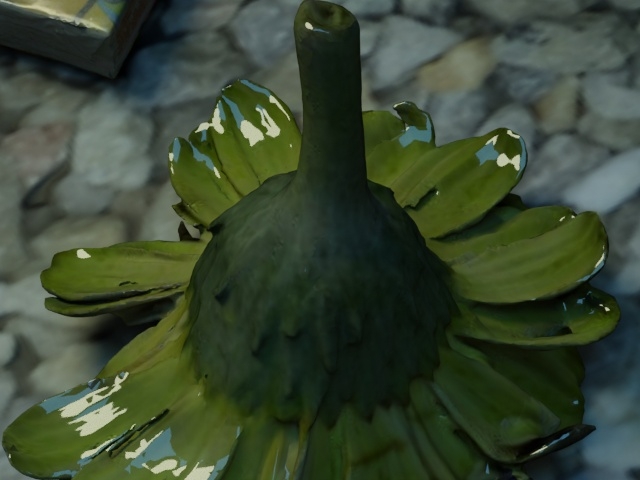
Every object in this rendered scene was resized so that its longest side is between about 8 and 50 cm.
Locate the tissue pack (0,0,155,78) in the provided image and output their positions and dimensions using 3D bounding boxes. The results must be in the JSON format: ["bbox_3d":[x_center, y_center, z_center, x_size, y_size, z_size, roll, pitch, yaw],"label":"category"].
[{"bbox_3d":[-0.139,-0.174,1.144,0.109,0.060,0.148,17,62,11],"label":"tissue pack"}]

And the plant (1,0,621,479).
[{"bbox_3d":[0.024,0.034,0.955,0.261,0.297,0.306,37,48,-12],"label":"plant"}]
